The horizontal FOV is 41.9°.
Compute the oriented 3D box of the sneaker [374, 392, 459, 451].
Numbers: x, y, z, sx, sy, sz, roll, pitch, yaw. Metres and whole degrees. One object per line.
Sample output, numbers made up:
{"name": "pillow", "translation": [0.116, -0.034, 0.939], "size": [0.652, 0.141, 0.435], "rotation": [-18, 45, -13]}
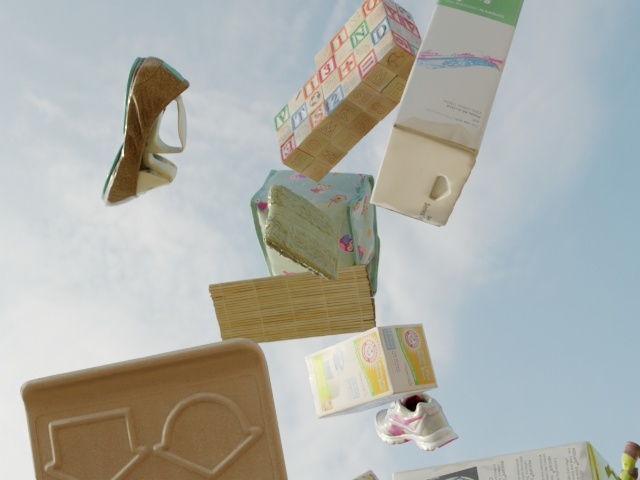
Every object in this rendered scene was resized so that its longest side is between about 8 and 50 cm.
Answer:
{"name": "sneaker", "translation": [0.200, 0.381, 1.831], "size": [0.103, 0.252, 0.111], "rotation": [-17, -87, -31]}

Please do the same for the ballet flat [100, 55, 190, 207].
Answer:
{"name": "ballet flat", "translation": [-0.309, -0.173, 1.516], "size": [0.124, 0.116, 0.342], "rotation": [21, -54, -5]}

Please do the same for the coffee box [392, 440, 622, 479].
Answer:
{"name": "coffee box", "translation": [0.339, 0.555, 1.329], "size": [0.334, 0.338, 0.337], "rotation": [-18, -38, 25]}

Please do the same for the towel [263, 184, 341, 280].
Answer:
{"name": "towel", "translation": [-0.025, -0.009, 1.234], "size": [0.027, 0.110, 0.148], "rotation": [-24, -41, 38]}

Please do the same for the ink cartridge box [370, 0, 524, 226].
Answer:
{"name": "ink cartridge box", "translation": [0.132, -0.144, 0.882], "size": [0.093, 0.212, 0.154], "rotation": [17, -27, 4]}

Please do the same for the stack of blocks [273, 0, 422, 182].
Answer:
{"name": "stack of blocks", "translation": [0.045, -0.264, 1.453], "size": [0.087, 0.171, 0.297], "rotation": [26, -54, -32]}

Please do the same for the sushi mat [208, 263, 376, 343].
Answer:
{"name": "sushi mat", "translation": [-0.052, 0.130, 1.623], "size": [0.316, 0.019, 0.151], "rotation": [-8, -65, 10]}

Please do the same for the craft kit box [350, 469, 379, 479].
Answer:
{"name": "craft kit box", "translation": [-0.004, 0.631, 1.822], "size": [0.250, 0.061, 0.247], "rotation": [-17, -39, -39]}

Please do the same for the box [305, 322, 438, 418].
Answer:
{"name": "box", "translation": [0.082, 0.218, 1.397], "size": [0.103, 0.114, 0.203], "rotation": [1, -20, -39]}

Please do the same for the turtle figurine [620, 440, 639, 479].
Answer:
{"name": "turtle figurine", "translation": [0.592, 0.501, 1.633], "size": [0.087, 0.269, 0.217], "rotation": [39, -113, -12]}

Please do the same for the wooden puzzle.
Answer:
{"name": "wooden puzzle", "translation": [-0.189, 0.314, 1.035], "size": [0.322, 0.348, 0.080], "rotation": [-12, -3, 11]}

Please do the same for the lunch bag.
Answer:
{"name": "lunch bag", "translation": [0.000, 0.000, 1.669], "size": [0.223, 0.160, 0.262], "rotation": [3, -54, 19]}
